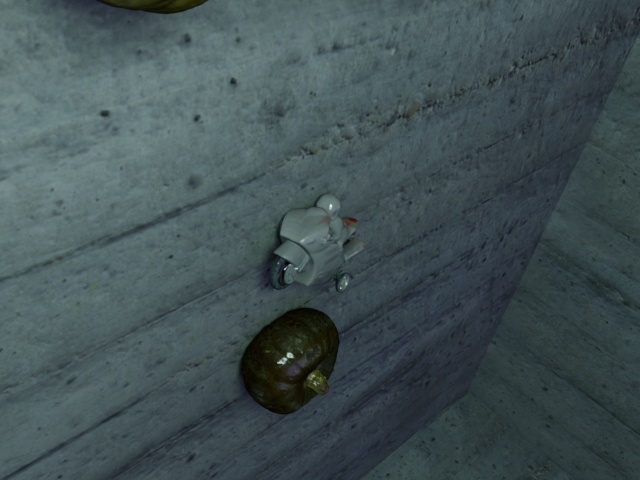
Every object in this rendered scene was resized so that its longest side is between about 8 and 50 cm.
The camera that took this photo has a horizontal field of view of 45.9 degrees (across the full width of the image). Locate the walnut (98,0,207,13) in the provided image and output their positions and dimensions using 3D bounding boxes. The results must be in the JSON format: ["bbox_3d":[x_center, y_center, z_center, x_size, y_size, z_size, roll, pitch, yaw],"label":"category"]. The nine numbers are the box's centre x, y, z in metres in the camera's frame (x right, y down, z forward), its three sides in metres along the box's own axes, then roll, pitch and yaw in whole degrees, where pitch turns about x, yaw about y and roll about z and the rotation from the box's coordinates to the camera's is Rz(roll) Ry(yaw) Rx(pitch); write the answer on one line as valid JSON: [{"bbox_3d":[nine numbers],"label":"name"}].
[{"bbox_3d":[-0.135,-0.326,0.597,0.227,0.282,0.283,-96,-150,-65],"label":"walnut"}]

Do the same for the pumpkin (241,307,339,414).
[{"bbox_3d":[-0.050,0.248,1.482,0.219,0.162,0.219,-41,153,-26],"label":"pumpkin"}]

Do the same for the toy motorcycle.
[{"bbox_3d":[0.000,0.000,1.326,0.260,0.110,0.171,-10,120,-58],"label":"toy motorcycle"}]
